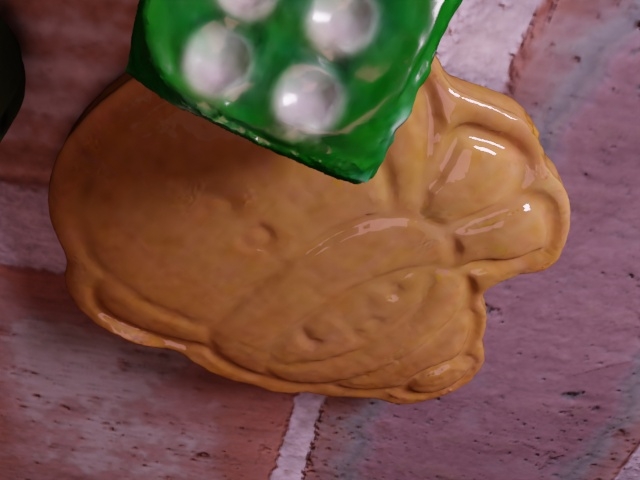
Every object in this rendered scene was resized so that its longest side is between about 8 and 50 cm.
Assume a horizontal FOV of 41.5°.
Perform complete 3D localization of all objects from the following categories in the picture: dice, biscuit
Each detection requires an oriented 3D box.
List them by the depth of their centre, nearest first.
[{"bbox_3d":[-0.008,-0.107,0.398,0.131,0.120,0.128,27,98,1],"label":"dice"},{"bbox_3d":[0.000,0.000,0.573,0.351,0.057,0.312,28,128,-22],"label":"biscuit"}]

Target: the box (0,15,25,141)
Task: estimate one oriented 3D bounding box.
[{"bbox_3d":[-0.314,-0.042,0.373,0.178,0.328,0.253,-21,128,34],"label":"box"}]
